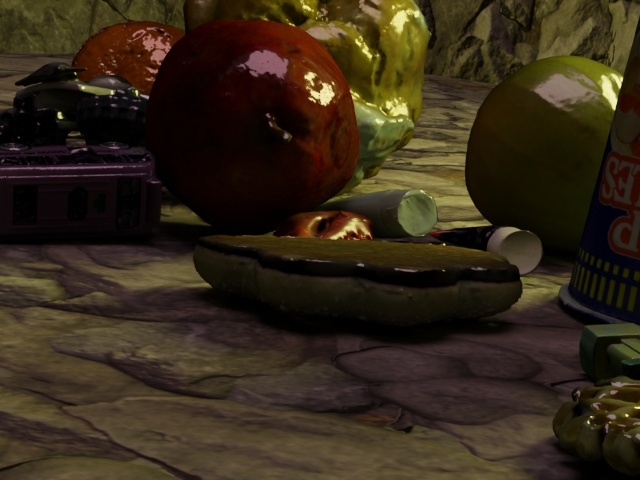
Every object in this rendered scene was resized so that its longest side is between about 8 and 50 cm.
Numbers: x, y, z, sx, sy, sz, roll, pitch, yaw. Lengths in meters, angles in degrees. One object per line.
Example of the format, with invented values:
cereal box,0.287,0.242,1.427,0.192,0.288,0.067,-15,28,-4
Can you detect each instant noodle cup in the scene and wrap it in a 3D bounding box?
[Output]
instant noodle cup,0.366,-0.080,1.408,0.284,0.312,0.284,6,11,-1

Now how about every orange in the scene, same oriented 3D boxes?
orange,-0.231,-0.191,2.063,0.193,0.193,0.161,9,-24,18

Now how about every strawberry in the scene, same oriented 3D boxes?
strawberry,0.001,-0.003,1.534,0.104,0.048,0.152,4,7,10

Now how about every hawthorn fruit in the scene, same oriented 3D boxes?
hawthorn fruit,-0.062,-0.117,1.577,0.224,0.224,0.261,4,-1,-9

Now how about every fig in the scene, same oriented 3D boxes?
fig,0.272,-0.087,1.682,0.230,0.207,0.207,13,12,11

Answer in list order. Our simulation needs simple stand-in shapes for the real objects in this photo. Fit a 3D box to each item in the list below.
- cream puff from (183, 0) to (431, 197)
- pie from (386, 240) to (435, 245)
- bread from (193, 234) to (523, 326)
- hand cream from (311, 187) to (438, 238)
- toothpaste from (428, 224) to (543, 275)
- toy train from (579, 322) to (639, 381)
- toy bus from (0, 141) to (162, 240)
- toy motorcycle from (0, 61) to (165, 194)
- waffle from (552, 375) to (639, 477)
cream puff,-0.046,-0.215,1.905,0.275,0.378,0.378,-20,20,-19
pie,0.100,0.014,1.570,0.085,0.017,0.085,7,9,-1
bread,0.043,0.033,1.333,0.287,0.056,0.207,2,8,-17
hand cream,0.043,-0.025,1.639,0.078,0.050,0.205,3,-3,-30
toothpaste,0.166,0.003,1.608,0.071,0.045,0.193,3,5,-12
toy train,0.243,0.089,1.167,0.081,0.050,0.122,-1,12,-10
toy bus,-0.240,-0.043,1.529,0.178,0.086,0.098,-3,15,-24
toy motorcycle,-0.262,-0.116,1.795,0.327,0.143,0.188,-5,-8,43
waffle,0.255,0.119,0.990,0.214,0.054,0.208,1,8,-13
